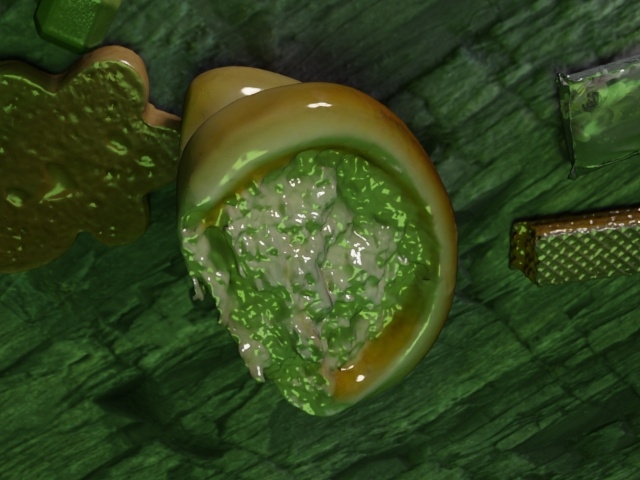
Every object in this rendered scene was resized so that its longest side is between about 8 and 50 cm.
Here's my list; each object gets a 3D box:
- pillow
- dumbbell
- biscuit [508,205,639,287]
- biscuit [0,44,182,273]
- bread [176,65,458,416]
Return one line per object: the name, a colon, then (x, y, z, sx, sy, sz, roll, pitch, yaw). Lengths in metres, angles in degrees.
pillow: (0.410, -0.178, 1.214, 0.255, 0.059, 0.169, -17, 125, 7)
dumbbell: (-0.349, -0.295, 1.005, 0.302, 0.121, 0.108, 22, 148, -22)
biscuit: (0.448, -0.005, 1.342, 0.379, 0.054, 0.094, -7, 125, -2)
biscuit: (-0.326, -0.086, 1.191, 0.355, 0.052, 0.275, -30, 123, 15)
bread: (-0.024, 0.009, 1.164, 0.329, 0.245, 0.424, -46, 129, -22)
